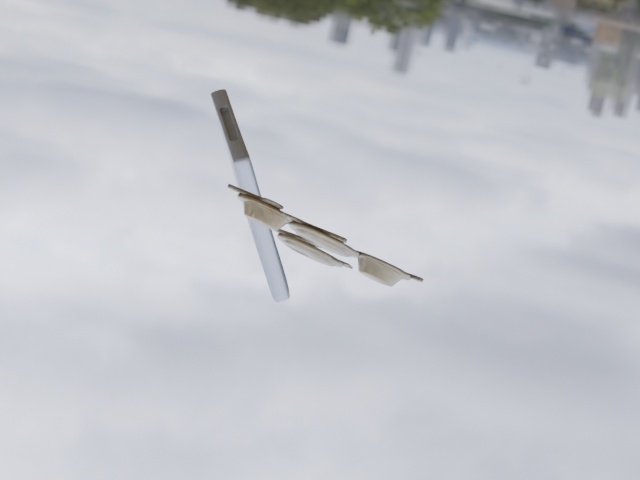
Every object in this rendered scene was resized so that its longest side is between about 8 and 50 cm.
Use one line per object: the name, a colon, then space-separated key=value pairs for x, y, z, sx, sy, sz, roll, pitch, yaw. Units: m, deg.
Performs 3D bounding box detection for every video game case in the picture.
video game case: x=-0.078 y=-0.051 z=1.832 sx=0.022 sy=0.190 sz=0.173 roll=-17 pitch=-147 yaw=-3

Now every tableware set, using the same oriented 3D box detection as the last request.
tableware set: x=0.000 y=0.000 z=1.387 sx=0.141 sy=0.020 sz=0.169 roll=21 pitch=172 yaw=36
